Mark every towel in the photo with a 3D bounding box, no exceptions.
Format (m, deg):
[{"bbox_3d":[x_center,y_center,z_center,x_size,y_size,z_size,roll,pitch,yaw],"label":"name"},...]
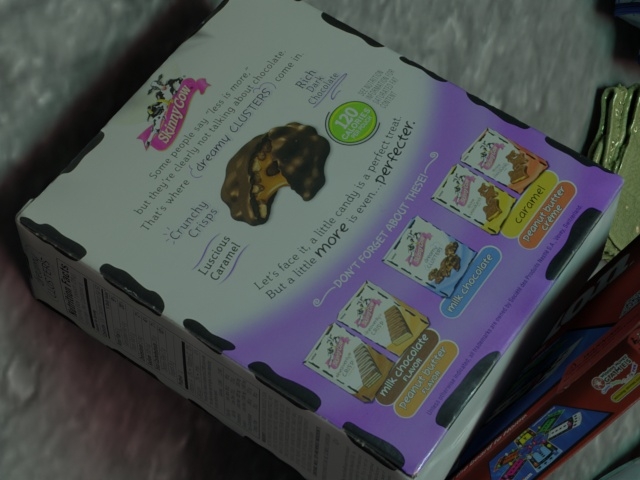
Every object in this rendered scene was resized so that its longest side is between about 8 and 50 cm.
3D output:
[{"bbox_3d":[0.209,-0.030,1.060,0.148,0.027,0.110,22,82,-46],"label":"towel"}]

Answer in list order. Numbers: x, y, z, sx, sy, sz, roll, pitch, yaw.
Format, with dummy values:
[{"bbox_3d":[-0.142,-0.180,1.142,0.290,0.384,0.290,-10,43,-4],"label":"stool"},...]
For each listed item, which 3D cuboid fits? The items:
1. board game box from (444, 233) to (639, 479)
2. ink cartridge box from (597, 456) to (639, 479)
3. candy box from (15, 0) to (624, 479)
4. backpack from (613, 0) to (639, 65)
[{"bbox_3d":[0.070,0.096,0.769,0.027,0.281,0.145,43,31,0],"label":"board game box"},{"bbox_3d":[0.205,0.231,1.114,0.232,0.066,0.189,-55,136,-52],"label":"ink cartridge box"},{"bbox_3d":[0.000,0.000,0.720,0.165,0.196,0.070,-50,162,-26],"label":"candy box"},{"bbox_3d":[0.231,-0.136,1.003,0.114,0.105,0.084,10,90,-42],"label":"backpack"}]
